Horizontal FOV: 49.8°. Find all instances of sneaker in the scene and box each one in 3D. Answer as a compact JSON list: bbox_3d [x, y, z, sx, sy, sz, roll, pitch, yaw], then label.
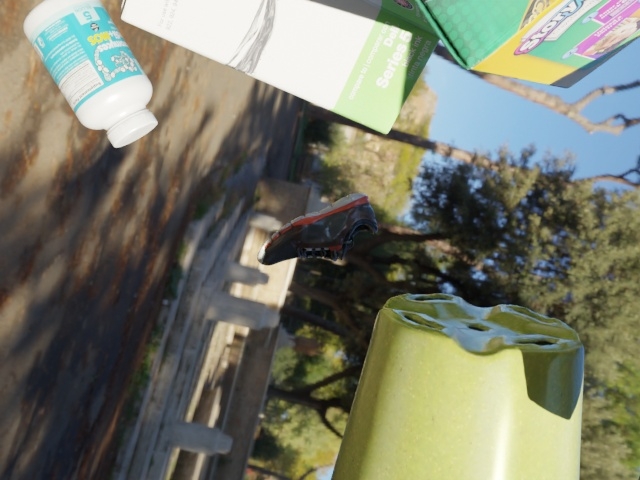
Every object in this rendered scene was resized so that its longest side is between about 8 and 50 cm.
[{"bbox_3d":[0.000,0.000,0.841,0.064,0.158,0.061,62,-4,11],"label":"sneaker"}]

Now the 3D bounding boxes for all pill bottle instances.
[{"bbox_3d":[-0.403,-0.304,1.246,0.146,0.264,0.146,-31,-174,3],"label":"pill bottle"}]

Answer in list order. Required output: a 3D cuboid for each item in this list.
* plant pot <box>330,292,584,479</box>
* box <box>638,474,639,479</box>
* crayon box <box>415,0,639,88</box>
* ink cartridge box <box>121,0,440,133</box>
[{"bbox_3d":[0.127,0.190,0.632,0.276,0.276,0.253,-102,-160,-80],"label":"plant pot"},{"bbox_3d":[0.328,0.044,0.368,0.242,0.077,0.307,-52,176,-28],"label":"box"},{"bbox_3d":[0.195,-0.198,0.357,0.278,0.081,0.165,-38,163,35],"label":"crayon box"},{"bbox_3d":[-0.031,-0.243,0.687,0.198,0.273,0.114,-83,-162,-55],"label":"ink cartridge box"}]
